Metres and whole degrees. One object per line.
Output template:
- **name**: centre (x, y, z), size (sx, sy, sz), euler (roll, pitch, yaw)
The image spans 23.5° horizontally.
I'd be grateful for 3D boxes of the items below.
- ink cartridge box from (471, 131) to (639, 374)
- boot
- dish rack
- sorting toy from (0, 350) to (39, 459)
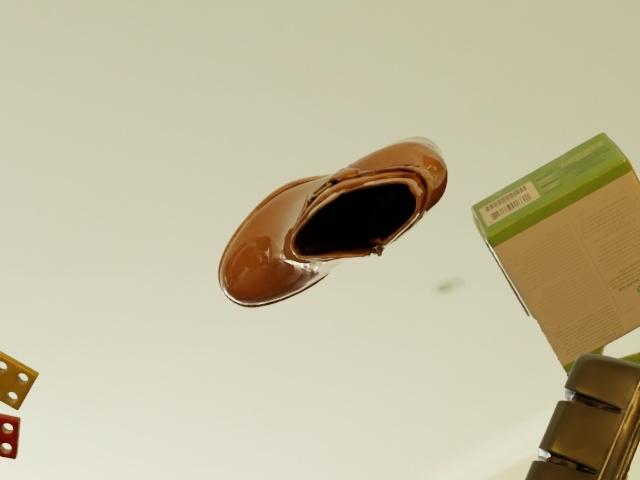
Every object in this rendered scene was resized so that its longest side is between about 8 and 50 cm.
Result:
- **ink cartridge box**: centre (0.323, 0.033, 1.839), size (0.188, 0.097, 0.255), euler (-29, -66, 7)
- **boot**: centre (0.000, 0.000, 1.495), size (0.283, 0.109, 0.220), euler (-26, 8, 15)
- **dish rack**: centre (0.187, 0.219, 1.186), size (0.074, 0.208, 0.271), euler (21, -26, 16)
- **sorting toy**: centre (-0.405, 0.131, 1.507), size (0.274, 0.046, 0.132), euler (9, -65, 5)
